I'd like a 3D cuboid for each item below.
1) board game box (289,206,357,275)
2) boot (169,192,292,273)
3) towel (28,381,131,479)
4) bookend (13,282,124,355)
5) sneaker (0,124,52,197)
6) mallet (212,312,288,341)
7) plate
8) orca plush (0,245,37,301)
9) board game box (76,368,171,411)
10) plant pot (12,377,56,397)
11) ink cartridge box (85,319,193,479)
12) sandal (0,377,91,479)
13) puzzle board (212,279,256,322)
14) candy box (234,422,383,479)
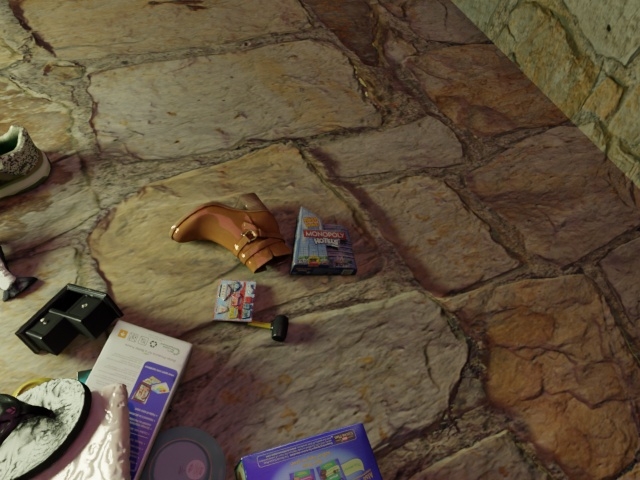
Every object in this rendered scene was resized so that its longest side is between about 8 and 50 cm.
[{"bbox_3d":[0.000,0.000,1.474,0.194,0.060,0.194,2,56,-19],"label":"board game box"},{"bbox_3d":[-0.233,0.005,1.400,0.283,0.109,0.220,-19,67,-34],"label":"boot"},{"bbox_3d":[-0.471,0.450,0.912,0.316,0.053,0.332,-24,48,1],"label":"towel"},{"bbox_3d":[-0.548,0.182,1.152,0.156,0.072,0.157,7,46,35],"label":"bookend"},{"bbox_3d":[-0.867,-0.159,1.277,0.158,0.182,0.410,36,55,10],"label":"sneaker"},{"bbox_3d":[-0.171,0.197,1.316,0.189,0.039,0.062,17,53,2],"label":"mallet"},{"bbox_3d":[-0.290,0.479,1.093,0.188,0.024,0.188,7,54,-10],"label":"plate"},{"bbox_3d":[-0.784,-0.001,1.240,0.287,0.102,0.151,43,91,-12],"label":"orca plush"},{"bbox_3d":[-0.429,0.332,1.155,0.186,0.026,0.126,-8,58,-20],"label":"board game box"},{"bbox_3d":[-0.573,0.334,1.071,0.134,0.095,0.134,7,54,-10],"label":"plant pot"},{"bbox_3d":[-0.413,0.360,1.084,0.175,0.069,0.371,19,54,-3],"label":"ink cartridge box"},{"bbox_3d":[-0.628,0.367,0.928,0.445,0.107,0.168,-22,53,-2],"label":"sandal"},{"bbox_3d":[-0.215,0.149,1.329,0.096,0.011,0.128,4,45,-3],"label":"puzzle board"},{"bbox_3d":[0.002,0.554,1.014,0.268,0.122,0.317,-8,58,-21],"label":"candy box"}]
